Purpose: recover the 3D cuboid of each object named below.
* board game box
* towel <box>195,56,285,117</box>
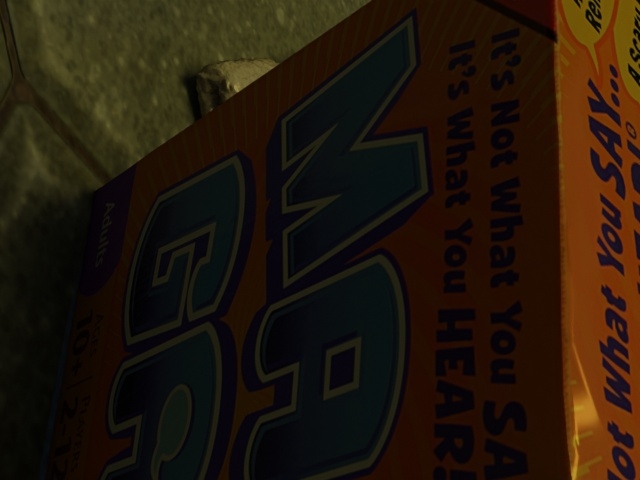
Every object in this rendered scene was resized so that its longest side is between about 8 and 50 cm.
[{"bbox_3d":[0.102,0.125,0.630,0.356,0.356,0.356,25,55,-33],"label":"board game box"},{"bbox_3d":[0.000,0.000,0.916,0.187,0.049,0.282,-20,96,-62],"label":"towel"}]
